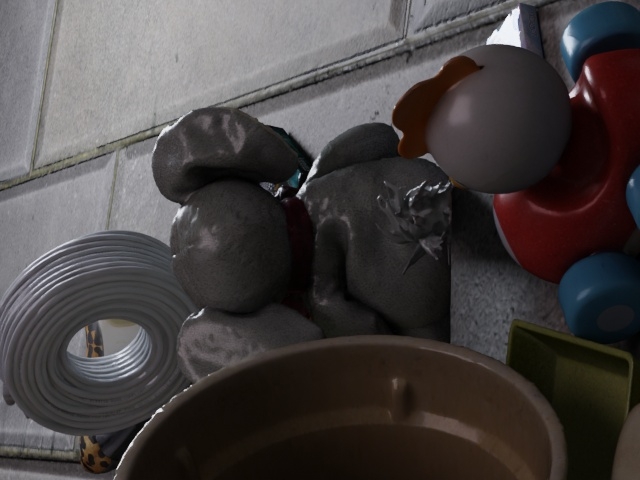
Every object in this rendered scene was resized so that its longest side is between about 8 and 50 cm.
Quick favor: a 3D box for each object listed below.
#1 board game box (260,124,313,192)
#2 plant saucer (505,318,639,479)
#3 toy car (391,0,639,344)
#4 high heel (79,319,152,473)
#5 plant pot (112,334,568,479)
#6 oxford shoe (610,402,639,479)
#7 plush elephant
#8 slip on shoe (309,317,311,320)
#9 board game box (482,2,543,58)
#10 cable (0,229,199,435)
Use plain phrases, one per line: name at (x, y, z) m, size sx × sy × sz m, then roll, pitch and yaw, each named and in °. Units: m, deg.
board game box at (-0.047, -0.042, 2.180) m, size 0.186 × 0.026 × 0.126 m, roll -124°, pitch 48°, yaw -66°
plant saucer at (0.200, 0.166, 1.519) m, size 0.188 × 0.045 × 0.188 m, roll -164°, pitch 79°, yaw -66°
toy car at (0.150, -0.070, 1.511) m, size 0.219 × 0.238 × 0.210 m, roll -104°, pitch 34°, yaw -45°
high heel at (-0.288, 0.164, 2.561) m, size 0.186 × 0.093 × 0.261 m, roll -51°, pitch 45°, yaw 36°
plant pot at (0.031, 0.290, 1.503) m, size 0.334 × 0.334 × 0.305 m, roll -121°, pitch 19°, yaw -57°
oxford shoe at (0.211, 0.287, 1.332) m, size 0.140 × 0.147 × 0.397 m, roll 152°, pitch 126°, yaw -61°
plush elephant at (-0.016, 0.018, 1.704) m, size 0.330 × 0.255 × 0.271 m, roll 80°, pitch -169°, yaw -73°
slip on shoe at (0.008, 0.087, 1.948) m, size 0.101 × 0.123 × 0.331 m, roll 11°, pitch 85°, yaw 34°
board game box at (0.169, -0.151, 1.776) m, size 0.090 × 0.020 × 0.090 m, roll 131°, pitch 143°, yaw -49°
cable at (-0.258, 0.111, 2.322) m, size 0.089 × 0.257 × 0.257 m, roll -117°, pitch 16°, yaw -49°
